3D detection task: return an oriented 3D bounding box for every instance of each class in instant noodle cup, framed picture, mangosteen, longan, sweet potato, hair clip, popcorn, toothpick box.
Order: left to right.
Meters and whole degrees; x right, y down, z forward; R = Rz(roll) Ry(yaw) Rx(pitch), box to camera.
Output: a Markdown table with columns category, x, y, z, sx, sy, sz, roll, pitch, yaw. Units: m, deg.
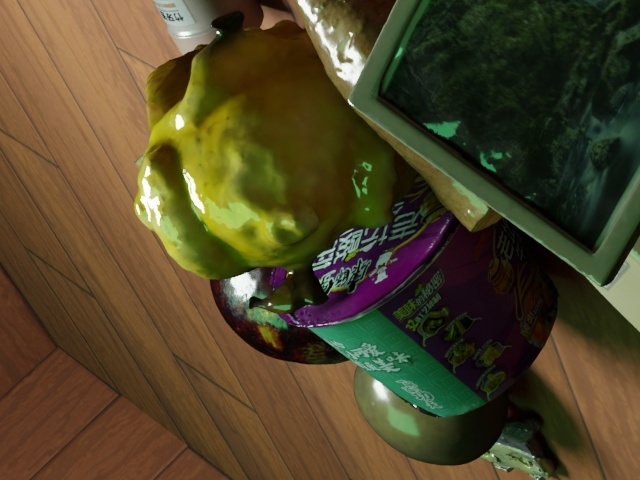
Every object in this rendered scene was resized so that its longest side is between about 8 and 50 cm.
| category | x | y | z | sx | sy | sz | roll | pitch | yaw |
| --- | --- | --- | --- | --- | --- | --- | --- | --- | --- |
| toothpick box | -0.132 | -0.270 | 1.949 | 0.098 | 0.098 | 0.149 | 25 | 151 | 50 |
| popcorn | -0.058 | -0.100 | 1.831 | 0.316 | 0.297 | 0.281 | 25 | 140 | 43 |
| mangosteen | 0.000 | 0.000 | 2.094 | 0.231 | 0.231 | 0.289 | 39 | 132 | 23 |
| sweet potato | 0.073 | -0.157 | 1.685 | 0.336 | 0.131 | 0.131 | 47 | 163 | -6 |
| instant noodle cup | 0.104 | 0.045 | 1.889 | 0.190 | 0.251 | 0.251 | 46 | 165 | -29 |
| longan | 0.132 | 0.177 | 2.209 | 0.189 | 0.189 | 0.189 | 41 | 162 | 17 |
| hair clip | 0.212 | 0.241 | 2.347 | 0.187 | 0.056 | 0.146 | 24 | 159 | 45 |
| framed picture | 0.171 | -0.165 | 1.237 | 0.240 | 0.324 | 0.020 | 40 | -154 | 25 |

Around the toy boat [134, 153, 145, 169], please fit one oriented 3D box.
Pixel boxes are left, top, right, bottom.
| category | x | y | z | sx | sy | sz | roll | pitch | yaw |
| --- | --- | --- | --- | --- | --- | --- | --- | --- | --- |
| toy boat | -0.166 | -0.111 | 2.353 | 0.061 | 0.116 | 0.188 | 55 | 163 | -4 |

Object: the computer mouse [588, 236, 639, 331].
| category | x | y | z | sx | sy | sz | roll | pitch | yaw |
| --- | --- | --- | --- | --- | --- | --- | --- | --- | --- |
| computer mouse | 0.311 | 0.038 | 1.621 | 0.236 | 0.082 | 0.145 | 45 | 163 | 10 |
